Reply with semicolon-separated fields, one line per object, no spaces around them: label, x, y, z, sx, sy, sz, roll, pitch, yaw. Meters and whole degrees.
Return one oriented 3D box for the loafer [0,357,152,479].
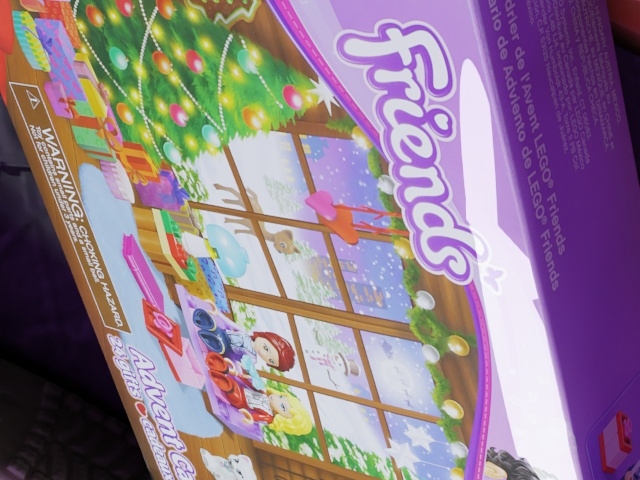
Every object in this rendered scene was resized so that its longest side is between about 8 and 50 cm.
loafer;-0.183;0.071;0.587;0.268;0.102;0.092;33;110;0

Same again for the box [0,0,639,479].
box;0.000;0.000;0.461;0.201;0.057;0.293;10;128;41

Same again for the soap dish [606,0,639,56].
soap dish;0.186;-0.148;0.389;0.229;0.118;0.291;26;117;4
